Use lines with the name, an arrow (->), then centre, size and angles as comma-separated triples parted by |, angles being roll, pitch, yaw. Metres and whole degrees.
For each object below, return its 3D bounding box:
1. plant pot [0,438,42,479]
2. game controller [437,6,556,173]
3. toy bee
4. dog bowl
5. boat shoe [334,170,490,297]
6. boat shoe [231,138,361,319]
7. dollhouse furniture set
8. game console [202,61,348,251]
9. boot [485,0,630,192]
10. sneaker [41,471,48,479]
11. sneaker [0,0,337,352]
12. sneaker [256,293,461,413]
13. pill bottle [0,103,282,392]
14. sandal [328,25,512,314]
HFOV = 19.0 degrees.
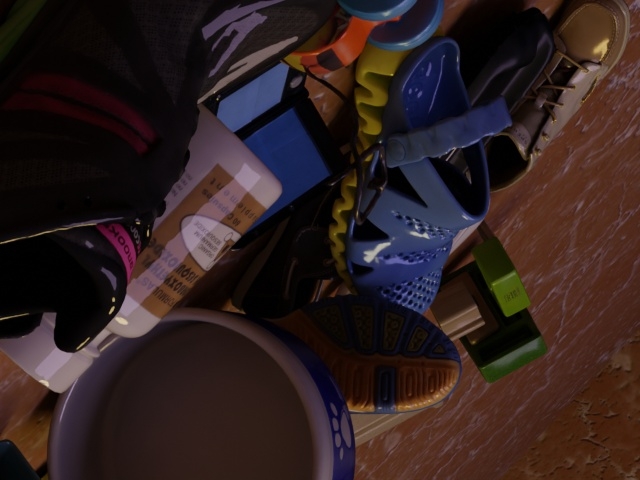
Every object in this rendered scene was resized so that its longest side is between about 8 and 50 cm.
plant pot -> -0.339, 0.321, 1.665 | 0.234, 0.165, 0.165 | -46, 164, 26
game controller -> 0.118, -0.098, 1.910 | 0.319, 0.067, 0.166 | -54, 164, 21
toy bee -> 0.004, -0.190, 1.391 | 0.195, 0.162, 0.298 | 81, 30, -58
dog bowl -> -0.106, 0.193, 1.721 | 0.265, 0.265, 0.104 | -50, 163, 10
boat shoe -> 0.083, 0.019, 2.075 | 0.258, 0.095, 0.084 | -56, 158, -2
boat shoe -> 0.000, 0.000, 1.851 | 0.084, 0.079, 0.233 | -17, 145, -53
dollhouse furniture set -> 0.095, 0.102, 2.298 | 0.301, 0.151, 0.197 | -29, 140, 1
game console -> -0.041, -0.083, 1.567 | 0.144, 0.085, 0.124 | -36, 160, -30
boot -> 0.239, -0.155, 2.002 | 0.165, 0.077, 0.213 | -48, 172, -41
sneaker -> -0.266, 0.352, 1.858 | 0.109, 0.123, 0.295 | 44, 67, -74
sneaker -> -0.161, -0.041, 1.203 | 0.483, 0.202, 0.185 | -38, 161, -23
sneaker -> -0.002, 0.121, 1.834 | 0.131, 0.296, 0.112 | 51, 44, -63
pill bottle -> -0.150, -0.002, 1.425 | 0.229, 0.131, 0.131 | -46, 162, 0
sandal -> 0.095, -0.047, 1.746 | 0.126, 0.138, 0.317 | -31, 139, -35
